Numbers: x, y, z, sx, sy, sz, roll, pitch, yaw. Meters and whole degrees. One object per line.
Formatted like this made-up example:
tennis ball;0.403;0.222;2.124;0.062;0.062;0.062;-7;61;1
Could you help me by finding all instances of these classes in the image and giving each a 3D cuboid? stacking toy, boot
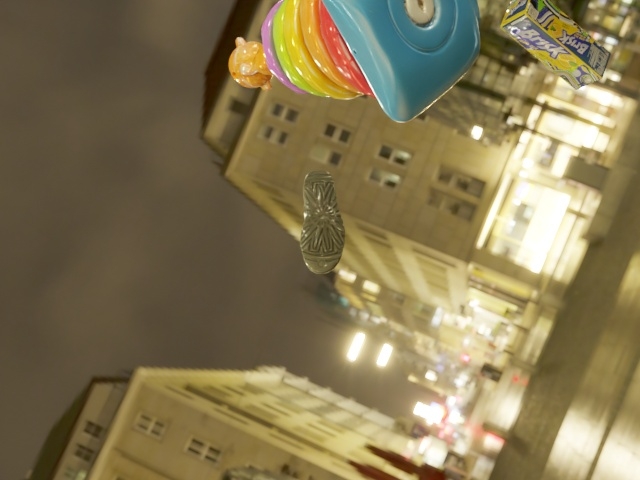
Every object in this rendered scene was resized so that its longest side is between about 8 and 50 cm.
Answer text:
stacking toy;0.001;-0.206;1.028;0.302;0.175;0.166;-7;30;51
boot;0.002;0.001;1.648;0.208;0.076;0.189;98;175;-65

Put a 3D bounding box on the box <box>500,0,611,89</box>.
box;0.356;-0.303;1.499;0.059;0.169;0.054;-21;40;56
